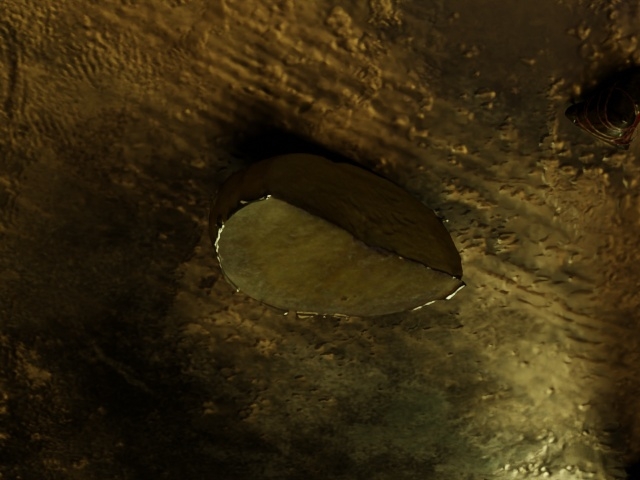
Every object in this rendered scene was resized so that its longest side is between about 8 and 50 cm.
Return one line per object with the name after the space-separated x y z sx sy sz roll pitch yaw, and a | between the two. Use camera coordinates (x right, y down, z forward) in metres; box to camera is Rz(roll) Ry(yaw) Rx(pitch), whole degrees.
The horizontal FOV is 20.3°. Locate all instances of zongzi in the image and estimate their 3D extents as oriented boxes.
0.259 -0.111 1.552 0.067 0.073 0.083 34 125 -4 | zongzi

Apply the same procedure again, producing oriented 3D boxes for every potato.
0.000 0.000 1.640 0.243 0.098 0.138 24 132 -27 | potato

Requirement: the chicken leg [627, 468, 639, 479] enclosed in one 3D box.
0.443 0.261 1.902 0.253 0.051 0.106 -2 138 1 | chicken leg
